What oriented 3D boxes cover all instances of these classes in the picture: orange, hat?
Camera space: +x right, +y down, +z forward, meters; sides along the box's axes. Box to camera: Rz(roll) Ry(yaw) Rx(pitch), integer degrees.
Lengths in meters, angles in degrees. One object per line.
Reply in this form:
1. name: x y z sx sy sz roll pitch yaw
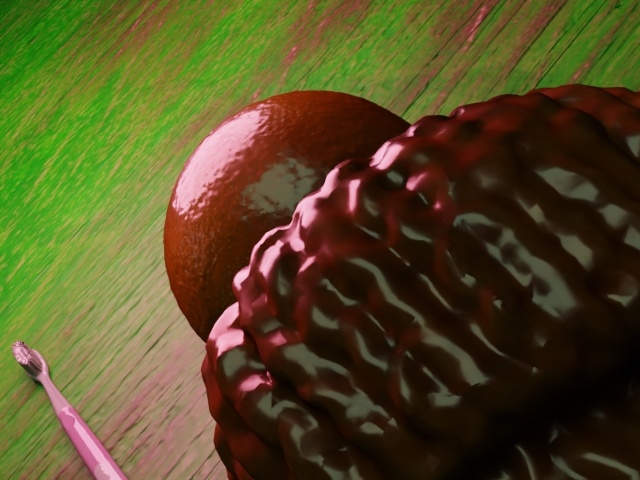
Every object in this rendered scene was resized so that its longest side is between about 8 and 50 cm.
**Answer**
1. orange: 0.000 0.000 0.775 0.206 0.206 0.206 -23 38 20
2. hat: 0.147 0.140 0.494 0.285 0.285 0.400 -36 60 3

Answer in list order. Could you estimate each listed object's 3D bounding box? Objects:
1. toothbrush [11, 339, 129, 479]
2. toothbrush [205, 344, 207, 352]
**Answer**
1. toothbrush: -0.188 0.143 0.916 0.020 0.025 0.286 -44 36 -8
2. toothbrush: 0.013 0.151 0.724 0.035 0.042 0.413 -9 26 -25
